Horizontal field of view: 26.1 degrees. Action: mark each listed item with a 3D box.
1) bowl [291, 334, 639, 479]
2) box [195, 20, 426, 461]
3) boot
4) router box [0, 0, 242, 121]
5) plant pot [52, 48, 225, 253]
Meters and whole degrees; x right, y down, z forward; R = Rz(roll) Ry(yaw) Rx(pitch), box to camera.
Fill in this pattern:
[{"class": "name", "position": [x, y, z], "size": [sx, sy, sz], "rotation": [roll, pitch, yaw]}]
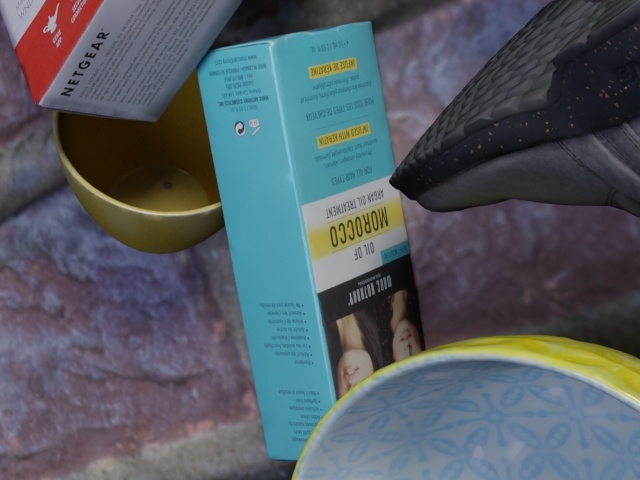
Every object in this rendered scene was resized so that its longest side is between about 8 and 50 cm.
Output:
[{"class": "bowl", "position": [0.139, 0.170, 0.722], "size": [0.289, 0.156, 0.289], "rotation": [12, 111, 34]}, {"class": "box", "position": [0.000, 0.000, 0.812], "size": [0.060, 0.100, 0.244], "rotation": [-3, 102, 38]}, {"class": "boot", "position": [0.173, -0.011, 0.630], "size": [0.223, 0.118, 0.338], "rotation": [43, 165, -7]}, {"class": "router box", "position": [-0.090, -0.285, 0.745], "size": [0.335, 0.082, 0.301], "rotation": [-50, 52, 35]}, {"class": "plant pot", "position": [-0.101, -0.045, 0.870], "size": [0.134, 0.134, 0.095], "rotation": [45, 150, 18]}]
